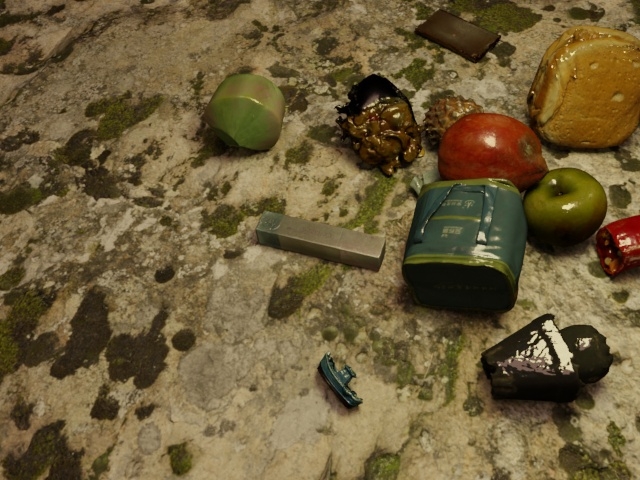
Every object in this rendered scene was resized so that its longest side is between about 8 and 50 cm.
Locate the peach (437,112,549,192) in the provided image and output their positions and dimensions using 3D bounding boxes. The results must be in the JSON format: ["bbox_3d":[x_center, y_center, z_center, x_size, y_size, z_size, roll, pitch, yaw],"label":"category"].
[{"bbox_3d":[0.414,-0.189,1.458,0.232,0.232,0.257,-41,47,-22],"label":"peach"}]

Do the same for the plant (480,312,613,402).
[{"bbox_3d":[0.463,0.246,1.256,0.256,0.141,0.164,-15,54,-1],"label":"plant"}]

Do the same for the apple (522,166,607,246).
[{"bbox_3d":[0.578,-0.077,1.456,0.197,0.157,0.196,-12,49,14],"label":"apple"}]

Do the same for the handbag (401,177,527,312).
[{"bbox_3d":[0.324,0.008,1.379,0.263,0.222,0.241,1,53,25],"label":"handbag"}]

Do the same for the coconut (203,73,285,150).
[{"bbox_3d":[-0.204,-0.348,1.703,0.205,0.236,0.235,-31,47,40],"label":"coconut"}]

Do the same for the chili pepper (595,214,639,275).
[{"bbox_3d":[0.819,-0.010,1.405,0.339,0.134,0.131,-8,51,1],"label":"chili pepper"}]

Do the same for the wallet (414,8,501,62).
[{"bbox_3d":[0.436,-0.655,1.959,0.243,0.039,0.133,37,72,26],"label":"wallet"}]

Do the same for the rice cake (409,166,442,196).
[{"bbox_3d":[0.395,-0.196,1.621,0.337,0.063,0.066,-23,60,-11],"label":"rice cake"}]

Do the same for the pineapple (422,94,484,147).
[{"bbox_3d":[0.354,-0.320,1.665,0.166,0.166,0.193,-22,26,-10],"label":"pineapple"}]

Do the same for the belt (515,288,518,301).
[{"bbox_3d":[0.420,0.125,1.409,0.059,0.036,0.083,22,59,27],"label":"belt"}]

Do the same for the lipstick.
[{"bbox_3d":[0.000,0.000,1.515,0.318,0.068,0.066,13,56,14],"label":"lipstick"}]

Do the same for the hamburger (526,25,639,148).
[{"bbox_3d":[0.695,-0.387,1.586,0.284,0.304,0.174,10,46,2],"label":"hamburger"}]

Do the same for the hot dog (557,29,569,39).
[{"bbox_3d":[0.803,-0.532,1.813,0.102,0.076,0.249,-37,60,-5],"label":"hot dog"}]

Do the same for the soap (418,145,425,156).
[{"bbox_3d":[0.267,-0.265,1.712,0.034,0.012,0.089,-10,54,-1],"label":"soap"}]

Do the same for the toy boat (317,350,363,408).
[{"bbox_3d":[0.045,0.294,1.308,0.061,0.060,0.137,-43,53,0],"label":"toy boat"}]

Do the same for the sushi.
[{"bbox_3d":[0.161,-0.306,1.649,0.200,0.213,0.204,-43,44,18],"label":"sushi"}]
